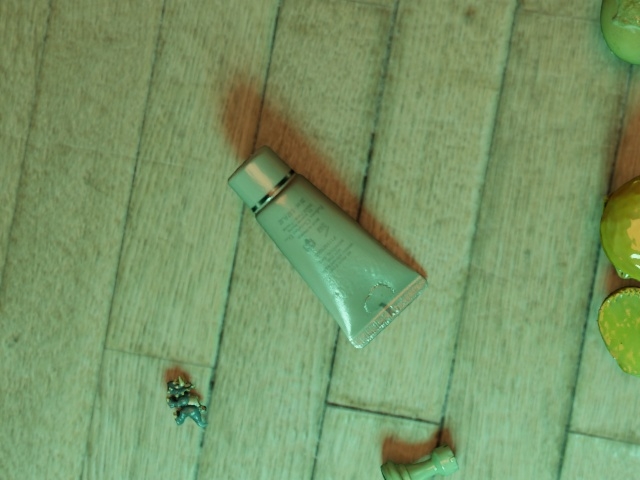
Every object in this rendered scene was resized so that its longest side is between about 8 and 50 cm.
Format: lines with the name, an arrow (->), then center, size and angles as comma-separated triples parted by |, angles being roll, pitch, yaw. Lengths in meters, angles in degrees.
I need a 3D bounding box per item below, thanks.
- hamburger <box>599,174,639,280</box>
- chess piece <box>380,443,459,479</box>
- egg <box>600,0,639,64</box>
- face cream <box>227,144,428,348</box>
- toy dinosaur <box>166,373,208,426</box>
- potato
hamburger -> 0.460, -0.016, 1.670 | 0.162, 0.115, 0.162 | 0, 86, 6
chess piece -> 0.143, 0.329, 1.720 | 0.103, 0.067, 0.067 | -25, 86, -5
egg -> 0.474, -0.330, 1.656 | 0.164, 0.164, 0.201 | 42, 94, 5
face cream -> 0.000, 0.000, 1.733 | 0.143, 0.089, 0.314 | -43, 93, 2
toy dinosaur -> -0.195, 0.238, 1.767 | 0.047, 0.030, 0.083 | -24, 87, 6
potato -> 0.473, 0.143, 1.698 | 0.198, 0.054, 0.119 | 28, 91, 1
